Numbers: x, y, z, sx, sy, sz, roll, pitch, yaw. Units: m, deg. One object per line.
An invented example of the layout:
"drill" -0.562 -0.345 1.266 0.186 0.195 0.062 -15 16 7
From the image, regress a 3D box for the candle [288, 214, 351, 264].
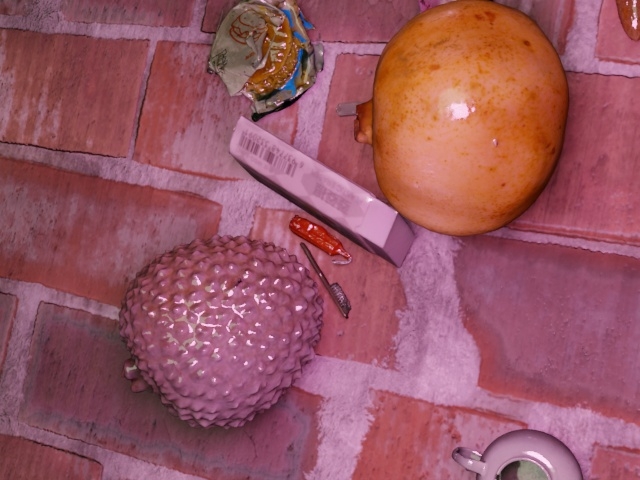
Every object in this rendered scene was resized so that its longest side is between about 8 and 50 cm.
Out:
"candle" 0.000 0.000 1.827 0.162 0.048 0.053 32 126 21

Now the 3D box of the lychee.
"lychee" -0.203 0.176 1.732 0.432 0.380 0.380 -29 72 -2

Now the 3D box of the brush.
"brush" 0.014 0.079 1.820 0.027 0.034 0.190 -34 71 6

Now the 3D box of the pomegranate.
"pomegranate" 0.247 -0.216 1.550 0.416 0.416 0.417 -3 82 23

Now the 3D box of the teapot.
"teapot" 0.376 0.441 1.568 0.294 0.129 0.193 18 90 24

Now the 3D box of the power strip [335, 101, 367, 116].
"power strip" 0.073 -0.280 1.846 0.083 0.017 0.027 0 84 23

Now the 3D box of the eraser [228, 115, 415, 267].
"eraser" 0.001 -0.096 1.757 0.396 0.213 0.082 33 86 23

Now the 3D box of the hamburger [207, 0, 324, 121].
"hamburger" -0.135 -0.418 1.881 0.260 0.150 0.276 -47 70 13

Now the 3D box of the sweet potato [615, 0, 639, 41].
"sweet potato" 0.599 -0.547 1.615 0.114 0.092 0.342 18 91 7

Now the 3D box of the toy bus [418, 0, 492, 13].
"toy bus" 0.289 -0.560 1.725 0.127 0.147 0.303 17 89 30
